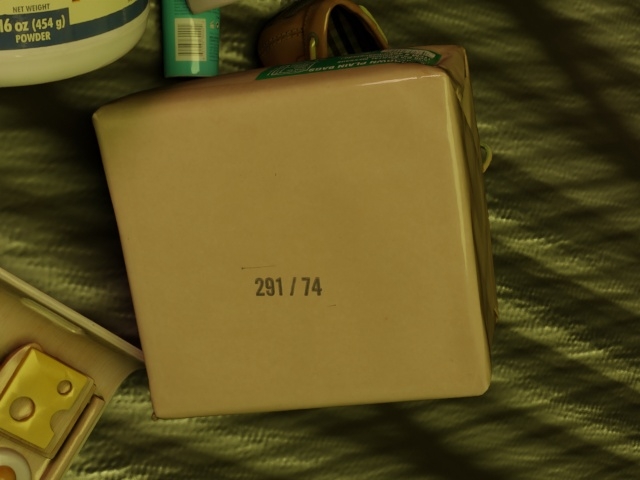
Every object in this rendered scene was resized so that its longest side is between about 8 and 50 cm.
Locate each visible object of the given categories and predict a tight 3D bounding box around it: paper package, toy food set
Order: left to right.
[{"bbox_3d":[-0.314,0.191,1.156,0.220,0.092,0.306,35,83,-30],"label":"toy food set"},{"bbox_3d":[-0.013,-0.008,1.158,0.325,0.168,0.309,-6,107,14],"label":"paper package"}]

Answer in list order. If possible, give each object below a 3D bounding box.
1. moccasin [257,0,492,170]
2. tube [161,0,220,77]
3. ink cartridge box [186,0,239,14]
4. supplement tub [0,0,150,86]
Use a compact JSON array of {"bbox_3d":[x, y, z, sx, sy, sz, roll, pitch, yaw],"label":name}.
[{"bbox_3d":[0.080,-0.079,1.279,0.139,0.147,0.380,-32,108,-25],"label":"moccasin"},{"bbox_3d":[-0.124,-0.259,1.205,0.080,0.052,0.207,-2,96,-37],"label":"tube"},{"bbox_3d":[0.013,-0.319,1.154,0.273,0.198,0.114,-31,107,-31],"label":"ink cartridge box"},{"bbox_3d":[-0.256,-0.306,0.968,0.235,0.235,0.324,-15,123,-27],"label":"supplement tub"}]
